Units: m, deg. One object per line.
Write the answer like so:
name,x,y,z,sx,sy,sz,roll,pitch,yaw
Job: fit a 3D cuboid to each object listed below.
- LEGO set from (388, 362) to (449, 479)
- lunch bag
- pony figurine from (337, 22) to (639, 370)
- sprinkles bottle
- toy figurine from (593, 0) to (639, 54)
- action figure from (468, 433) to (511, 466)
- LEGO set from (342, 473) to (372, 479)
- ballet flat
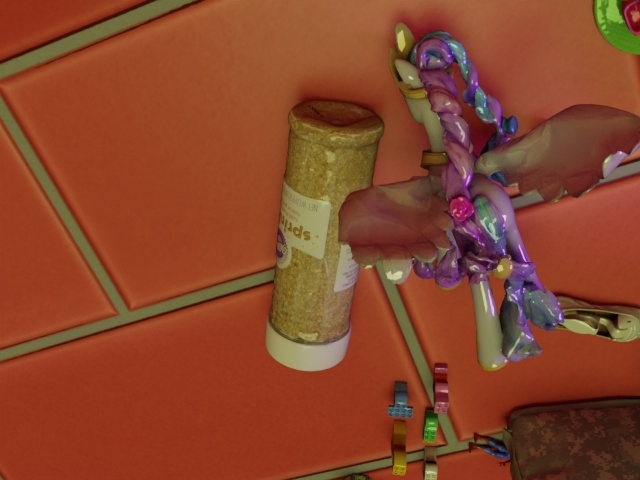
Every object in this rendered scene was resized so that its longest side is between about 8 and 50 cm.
LEGO set,0.146,0.308,1.161,0.087,0.093,0.227,3,119,4
lunch bag,0.416,0.359,1.083,0.287,0.235,0.169,3,122,4
pony figurine,0.169,-0.040,0.837,0.303,0.351,0.363,-20,120,2
sprinkles bottle,0.000,0.000,0.990,0.121,0.121,0.355,8,119,1
toy figurine,0.396,-0.251,0.792,0.173,0.159,0.130,-24,114,17
action figure,0.298,0.342,1.205,0.115,0.030,0.038,14,114,-5
LEGO set,0.066,0.582,1.264,0.255,0.192,0.331,-25,114,18
ballet flat,0.396,0.119,1.057,0.168,0.052,0.057,9,119,0
